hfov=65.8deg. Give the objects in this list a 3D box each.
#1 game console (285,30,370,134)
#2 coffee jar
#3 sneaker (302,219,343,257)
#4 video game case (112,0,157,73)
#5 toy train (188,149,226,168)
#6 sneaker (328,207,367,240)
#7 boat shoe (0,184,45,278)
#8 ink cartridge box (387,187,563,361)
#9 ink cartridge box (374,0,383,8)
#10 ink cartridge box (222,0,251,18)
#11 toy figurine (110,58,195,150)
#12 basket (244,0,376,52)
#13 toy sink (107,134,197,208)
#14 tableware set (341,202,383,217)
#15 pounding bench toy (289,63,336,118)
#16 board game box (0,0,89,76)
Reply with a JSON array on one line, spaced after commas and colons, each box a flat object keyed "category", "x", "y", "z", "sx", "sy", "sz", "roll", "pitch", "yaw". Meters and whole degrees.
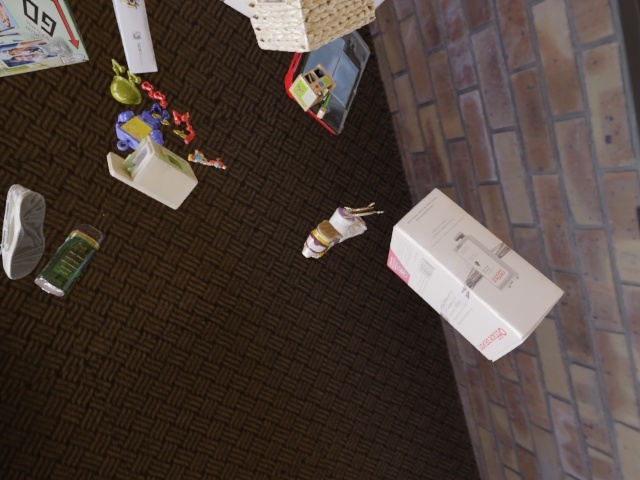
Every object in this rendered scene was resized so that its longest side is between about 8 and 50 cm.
[{"category": "game console", "x": 0.039, "y": -0.635, "z": 1.830, "sx": 0.342, "sy": 0.060, "sz": 0.386, "roll": 29, "pitch": 79, "yaw": -47}, {"category": "coffee jar", "x": -0.629, "y": 0.046, "z": 1.251, "sx": 0.079, "sy": 0.096, "sz": 0.184, "roll": 39, "pitch": 58, "yaw": -24}, {"category": "sneaker", "x": 0.000, "y": 0.000, "z": 1.262, "sx": 0.069, "sy": 0.185, "sz": 0.084, "roll": 45, "pitch": 102, "yaw": 9}, {"category": "video game case", "x": -0.410, "y": -0.516, "z": 1.051, "sx": 0.061, "sy": 0.269, "sz": 0.244, "roll": -13, "pitch": 128, "yaw": -16}, {"category": "toy train", "x": -0.440, "y": -0.317, "z": 1.921, "sx": 0.125, "sy": 0.166, "sz": 0.046, "roll": 13, "pitch": 95, "yaw": 6}, {"category": "sneaker", "x": 0.099, "y": -0.059, "z": 2.137, "sx": 0.152, "sy": 0.305, "sz": 0.114, "roll": -48, "pitch": 69, "yaw": 13}, {"category": "boat shoe", "x": -0.998, "y": -0.025, "z": 1.644, "sx": 0.118, "sy": 0.103, "sz": 0.320, "roll": -25, "pitch": 136, "yaw": -60}, {"category": "ink cartridge box", "x": 0.268, "y": 0.070, "z": 0.923, "sx": 0.117, "sy": 0.207, "sz": 0.283, "roll": -42, "pitch": 71, "yaw": -14}, {"category": "ink cartridge box", "x": 0.135, "y": -0.595, "z": 0.851, "sx": 0.306, "sy": 0.226, "sz": 0.131, "roll": -45, "pitch": 70, "yaw": -6}, {"category": "ink cartridge box", "x": -0.231, "y": -0.831, "z": 1.489, "sx": 0.308, "sy": 0.129, "sz": 0.223, "roll": 23, "pitch": 89, "yaw": -24}, {"category": "toy figurine", "x": -0.646, "y": -0.417, "z": 1.714, "sx": 0.363, "sy": 0.191, "sz": 0.217, "roll": 37, "pitch": 70, "yaw": 0}, {"category": "basket", "x": -0.012, "y": -0.334, "z": 0.680, "sx": 0.167, "sy": 0.113, "sz": 0.103, "roll": -38, "pitch": 133, "yaw": -34}, {"category": "toy sink", "x": -0.529, "y": -0.233, "z": 1.569, "sx": 0.234, "sy": 0.152, "sz": 0.131, "roll": 32, "pitch": 104, "yaw": -39}, {"category": "tableware set", "x": 0.142, "y": -0.109, "z": 1.753, "sx": 0.128, "sy": 0.194, "sz": 0.039, "roll": -9, "pitch": 94, "yaw": -4}, {"category": "pounding bench toy", "x": -0.002, "y": -0.277, "z": 0.933, "sx": 0.065, "sy": 0.052, "sz": 0.083, "roll": -39, "pitch": 93, "yaw": -31}, {"category": "board game box", "x": -0.377, "y": -0.245, "z": 0.503, "sx": 0.214, "sy": 0.317, "sz": 0.046, "roll": -18, "pitch": 93, "yaw": -16}]
